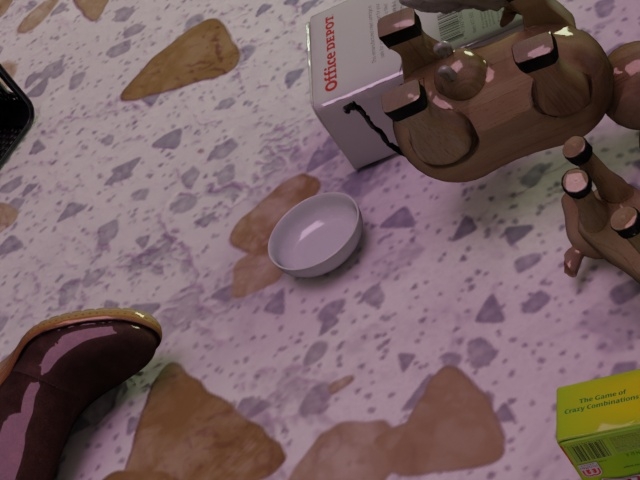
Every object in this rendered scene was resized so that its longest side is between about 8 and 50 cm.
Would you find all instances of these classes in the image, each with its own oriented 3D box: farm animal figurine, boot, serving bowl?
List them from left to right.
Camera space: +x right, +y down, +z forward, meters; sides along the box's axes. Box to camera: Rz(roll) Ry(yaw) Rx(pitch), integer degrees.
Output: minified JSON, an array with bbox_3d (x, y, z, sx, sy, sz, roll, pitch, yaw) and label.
[{"bbox_3d":[-0.223,0.178,1.254,0.248,0.090,0.207,-24,51,13],"label":"boot"},{"bbox_3d":[0.000,0.000,1.292,0.083,0.027,0.083,-22,39,19],"label":"serving bowl"},{"bbox_3d":[0.186,-0.097,1.141,0.326,0.172,0.330,-2,61,30],"label":"farm animal figurine"}]

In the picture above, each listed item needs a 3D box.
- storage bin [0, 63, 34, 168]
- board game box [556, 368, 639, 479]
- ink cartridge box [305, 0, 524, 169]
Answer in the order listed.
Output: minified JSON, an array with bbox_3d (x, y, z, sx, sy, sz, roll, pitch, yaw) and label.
[{"bbox_3d":[-0.393,-0.108,1.631,0.084,0.122,0.180,3,52,40],"label":"storage bin"},{"bbox_3d":[0.240,0.109,0.938,0.181,0.092,0.043,-16,42,24],"label":"board game box"},{"bbox_3d":[0.091,-0.162,1.349,0.190,0.082,0.140,-23,40,18],"label":"ink cartridge box"}]
